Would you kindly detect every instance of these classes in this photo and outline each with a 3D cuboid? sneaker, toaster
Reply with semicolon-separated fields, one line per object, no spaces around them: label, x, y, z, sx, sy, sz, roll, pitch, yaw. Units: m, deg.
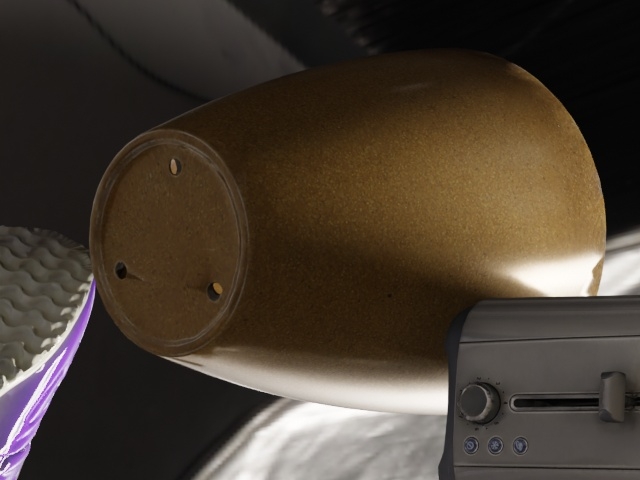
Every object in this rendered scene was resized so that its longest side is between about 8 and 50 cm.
sneaker;-0.229;0.127;0.869;0.102;0.146;0.293;20;55;7
toaster;0.176;0.099;0.743;0.227;0.146;0.129;20;70;-47

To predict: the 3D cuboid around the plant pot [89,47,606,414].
plant pot;0.000;0.000;0.816;0.254;0.237;0.237;-4;81;-51
